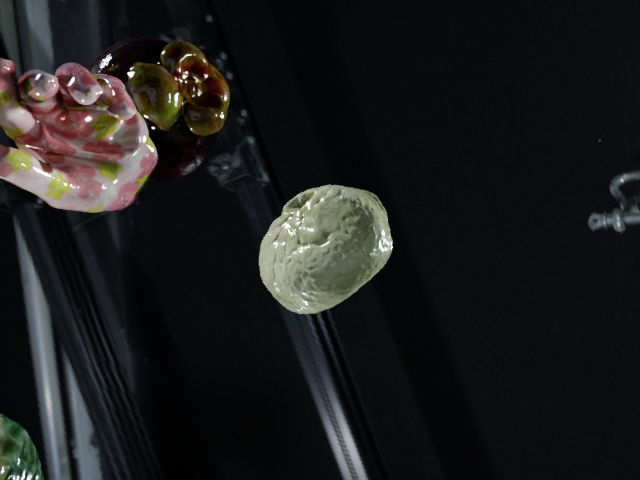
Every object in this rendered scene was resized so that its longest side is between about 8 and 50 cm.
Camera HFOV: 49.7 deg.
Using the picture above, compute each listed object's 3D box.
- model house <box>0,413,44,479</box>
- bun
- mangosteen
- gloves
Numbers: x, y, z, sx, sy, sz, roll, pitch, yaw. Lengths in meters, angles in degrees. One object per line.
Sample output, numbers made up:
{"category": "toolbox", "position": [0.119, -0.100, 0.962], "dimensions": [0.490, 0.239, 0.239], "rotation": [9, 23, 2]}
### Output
{"category": "model house", "position": [-0.277, 0.284, 0.385], "dimensions": [0.243, 0.284, 0.299], "rotation": [0, -87, -22]}
{"category": "bun", "position": [0.000, 0.000, 0.519], "dimensions": [0.115, 0.115, 0.069], "rotation": [-31, -71, 23]}
{"category": "mangosteen", "position": [-0.221, -0.179, 0.936], "dimensions": [0.209, 0.210, 0.210], "rotation": [3, -81, 22]}
{"category": "gloves", "position": [-0.260, -0.116, 0.707], "dimensions": [0.145, 0.241, 0.126], "rotation": [-34, -122, -1]}
